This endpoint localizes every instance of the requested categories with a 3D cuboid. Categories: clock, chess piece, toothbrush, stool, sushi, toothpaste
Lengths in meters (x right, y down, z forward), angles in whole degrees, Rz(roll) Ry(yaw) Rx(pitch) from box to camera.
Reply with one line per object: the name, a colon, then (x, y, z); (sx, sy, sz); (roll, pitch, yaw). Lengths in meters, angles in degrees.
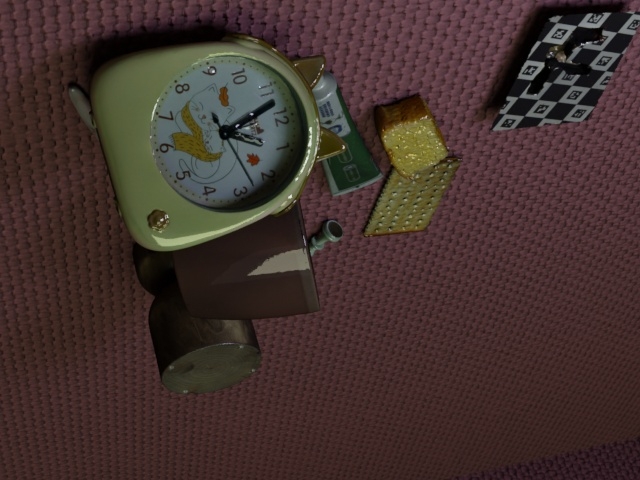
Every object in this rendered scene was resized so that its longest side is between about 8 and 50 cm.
clock: (-0.144, -0.156, 1.845); (0.348, 0.286, 0.117); (-16, -168, -11)
chess piece: (0.000, 0.000, 2.376); (0.042, 0.042, 0.093); (9, 147, -38)
toothbrush: (-0.329, -0.146, 1.973); (0.025, 0.029, 0.307); (-13, 150, 6)
stool: (-0.218, 0.114, 2.221); (0.179, 0.264, 0.179); (-13, 149, -8)
sushi: (0.398, -0.293, 2.104); (0.192, 0.043, 0.279); (-7, 148, -18)
toothpaste: (0.025, -0.178, 2.081); (0.099, 0.061, 0.392); (-20, 152, 4)

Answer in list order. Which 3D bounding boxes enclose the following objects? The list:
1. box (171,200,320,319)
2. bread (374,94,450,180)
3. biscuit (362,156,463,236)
box: (-0.129, -0.016, 2.054); (0.216, 0.301, 0.301); (-9, 149, 1)
bread: (0.153, -0.174, 2.149); (0.103, 0.065, 0.187); (-26, 147, 9)
biscuit: (0.168, -0.079, 2.354); (0.139, 0.016, 0.231); (-6, 148, -19)
